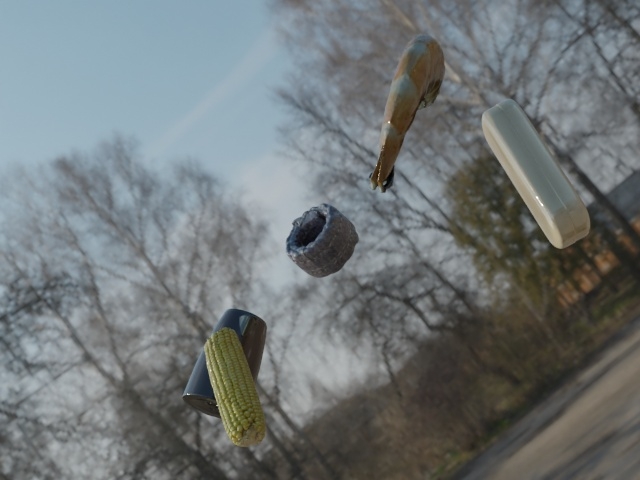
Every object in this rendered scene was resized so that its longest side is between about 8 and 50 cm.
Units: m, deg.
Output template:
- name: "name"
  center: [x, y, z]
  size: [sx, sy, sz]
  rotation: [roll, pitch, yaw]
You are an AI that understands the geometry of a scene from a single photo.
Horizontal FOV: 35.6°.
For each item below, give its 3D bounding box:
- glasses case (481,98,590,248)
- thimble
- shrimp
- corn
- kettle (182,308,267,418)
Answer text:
- name: "glasses case"
  center: [0.258, -0.082, 1.203]
  size: [0.050, 0.196, 0.083]
  rotation: [-29, -24, 4]
- name: "thimble"
  center: [0.002, -0.001, 2.159]
  size: [0.150, 0.098, 0.150]
  rotation: [-31, 36, 26]
- name: "shrimp"
  center: [0.086, -0.121, 1.001]
  size: [0.161, 0.049, 0.166]
  rotation: [49, -123, -82]
- name: "corn"
  center: [-0.166, 0.278, 1.903]
  size: [0.081, 0.248, 0.081]
  rotation: [-14, -40, -12]
- name: "kettle"
  center: [-0.201, 0.277, 2.236]
  size: [0.202, 0.144, 0.232]
  rotation: [114, 177, -65]
